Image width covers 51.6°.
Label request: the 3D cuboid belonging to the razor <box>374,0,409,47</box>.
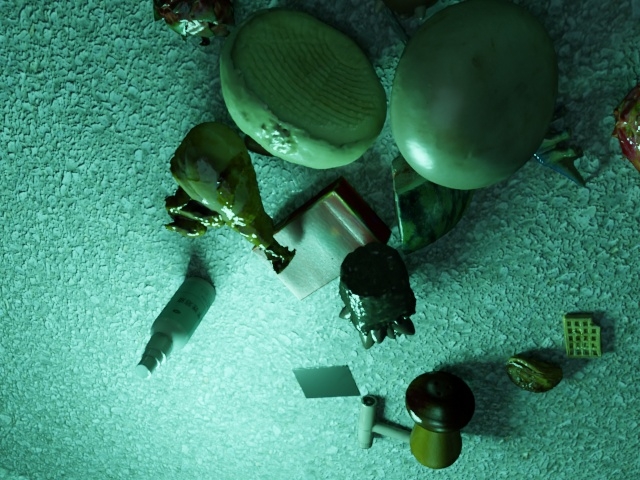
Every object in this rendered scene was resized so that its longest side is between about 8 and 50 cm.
[{"bbox_3d":[0.161,-0.443,1.384,0.084,0.036,0.211,-35,102,9],"label":"razor"}]

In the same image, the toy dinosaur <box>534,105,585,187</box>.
[{"bbox_3d":[0.464,-0.191,1.439,0.188,0.075,0.248,-14,123,38],"label":"toy dinosaur"}]

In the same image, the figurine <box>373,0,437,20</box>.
[{"bbox_3d":[0.173,-0.536,1.225,0.177,0.173,0.247,28,127,0],"label":"figurine"}]

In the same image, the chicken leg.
[{"bbox_3d":[-0.235,-0.071,1.624,0.295,0.182,0.409,-35,105,12],"label":"chicken leg"}]

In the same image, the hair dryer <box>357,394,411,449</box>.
[{"bbox_3d":[0.224,0.574,2.025,0.220,0.054,0.195,9,124,13],"label":"hair dryer"}]

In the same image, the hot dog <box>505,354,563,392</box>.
[{"bbox_3d":[0.564,0.351,1.752,0.147,0.065,0.099,17,136,5],"label":"hot dog"}]

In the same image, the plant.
[{"bbox_3d":[0.134,0.148,1.636,0.194,0.182,0.321,-19,145,-1],"label":"plant"}]

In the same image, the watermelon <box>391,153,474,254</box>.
[{"bbox_3d":[0.218,-0.108,1.497,0.201,0.261,0.213,25,137,38],"label":"watermelon"}]

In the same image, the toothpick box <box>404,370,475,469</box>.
[{"bbox_3d":[0.331,0.507,1.865,0.192,0.192,0.295,7,129,14],"label":"toothpick box"}]

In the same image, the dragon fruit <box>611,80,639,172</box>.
[{"bbox_3d":[0.677,-0.195,1.255,0.210,0.205,0.268,-22,98,20],"label":"dragon fruit"}]

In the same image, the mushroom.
[{"bbox_3d":[0.280,-0.283,1.287,0.294,0.362,0.363,33,142,49],"label":"mushroom"}]

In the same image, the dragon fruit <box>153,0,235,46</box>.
[{"bbox_3d":[-0.272,-0.513,1.397,0.182,0.182,0.189,26,165,1],"label":"dragon fruit"}]

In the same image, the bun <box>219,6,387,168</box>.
[{"bbox_3d":[-0.051,-0.295,1.377,0.364,0.364,0.202,36,140,-6],"label":"bun"}]

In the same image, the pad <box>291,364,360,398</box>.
[{"bbox_3d":[0.017,0.436,2.036,0.190,0.004,0.127,-9,119,24],"label":"pad"}]

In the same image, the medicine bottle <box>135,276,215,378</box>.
[{"bbox_3d":[-0.407,0.242,1.834,0.110,0.352,0.110,9,125,13],"label":"medicine bottle"}]

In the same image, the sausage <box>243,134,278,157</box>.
[{"bbox_3d":[-0.103,-0.226,1.612,0.176,0.040,0.047,8,126,16],"label":"sausage"}]

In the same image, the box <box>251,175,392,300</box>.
[{"bbox_3d":[0.000,0.001,1.697,0.313,0.089,0.197,-34,105,34],"label":"box"}]

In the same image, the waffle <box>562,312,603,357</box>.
[{"bbox_3d":[0.662,0.241,1.671,0.092,0.021,0.135,-2,122,22],"label":"waffle"}]
